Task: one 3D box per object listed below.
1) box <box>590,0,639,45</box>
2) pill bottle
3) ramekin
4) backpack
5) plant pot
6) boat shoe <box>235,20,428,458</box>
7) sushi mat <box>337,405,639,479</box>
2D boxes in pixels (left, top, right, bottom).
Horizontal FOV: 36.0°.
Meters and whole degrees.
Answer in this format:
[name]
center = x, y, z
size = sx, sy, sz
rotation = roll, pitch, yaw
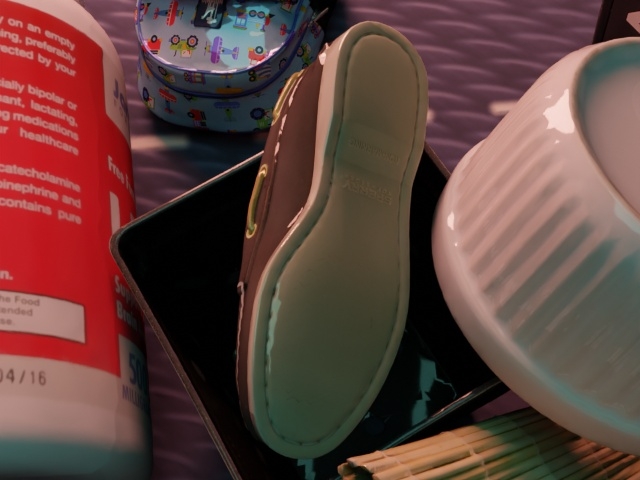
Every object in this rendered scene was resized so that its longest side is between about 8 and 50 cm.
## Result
[box]
center = 0.319, -0.036, 0.539
size = 0.097, 0.318, 0.395
rotation = -32, 66, -11
[pill bottle]
center = -0.234, -0.025, 0.631
size = 0.229, 0.229, 0.408
rotation = -9, 64, 0
[ramekin]
center = 0.170, -0.006, 0.494
size = 0.207, 0.109, 0.207
rotation = 11, 50, -14
[backpack]
center = -0.073, -0.175, 0.754
size = 0.158, 0.117, 0.173
rotation = 10, 68, 11
[plant pot]
center = 0.011, 0.058, 0.604
size = 0.188, 0.167, 0.187
rotation = -30, 66, -9
[boat shoe]
center = 0.000, 0.000, 0.506
size = 0.081, 0.068, 0.228
rotation = 25, 67, -27
[sushi mat]
center = 0.135, 0.149, 0.498
size = 0.019, 0.316, 0.151
rotation = -45, 66, 24
